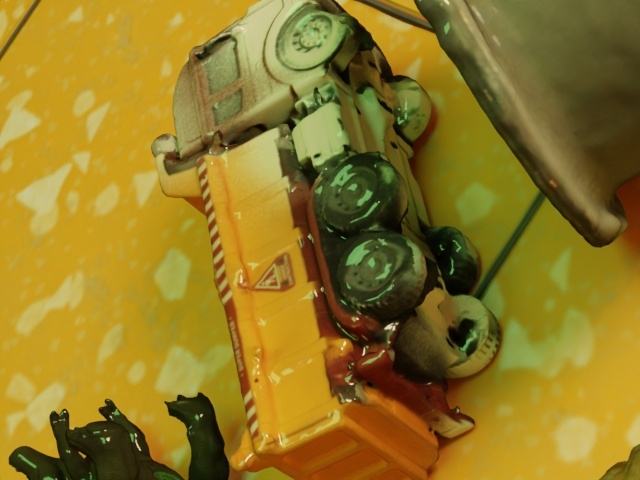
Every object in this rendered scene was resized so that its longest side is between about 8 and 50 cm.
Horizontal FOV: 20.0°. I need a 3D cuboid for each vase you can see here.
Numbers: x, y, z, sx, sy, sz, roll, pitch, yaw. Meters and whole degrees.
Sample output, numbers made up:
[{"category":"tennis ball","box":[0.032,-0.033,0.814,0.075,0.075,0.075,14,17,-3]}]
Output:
[{"category":"vase","box":[0.182,-0.171,0.805,0.291,0.245,0.245,-33,47,15]}]

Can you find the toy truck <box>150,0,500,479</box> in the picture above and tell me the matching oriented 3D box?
[{"category":"toy truck","box":[0.000,0.000,0.938,0.135,0.114,0.270,-27,52,19]}]

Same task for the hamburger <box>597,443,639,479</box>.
[{"category":"hamburger","box":[0.177,0.154,0.619,0.309,0.211,0.132,7,65,44]}]

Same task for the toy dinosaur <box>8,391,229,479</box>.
[{"category":"toy dinosaur","box":[-0.095,0.175,0.975,0.187,0.087,0.179,4,103,58]}]
